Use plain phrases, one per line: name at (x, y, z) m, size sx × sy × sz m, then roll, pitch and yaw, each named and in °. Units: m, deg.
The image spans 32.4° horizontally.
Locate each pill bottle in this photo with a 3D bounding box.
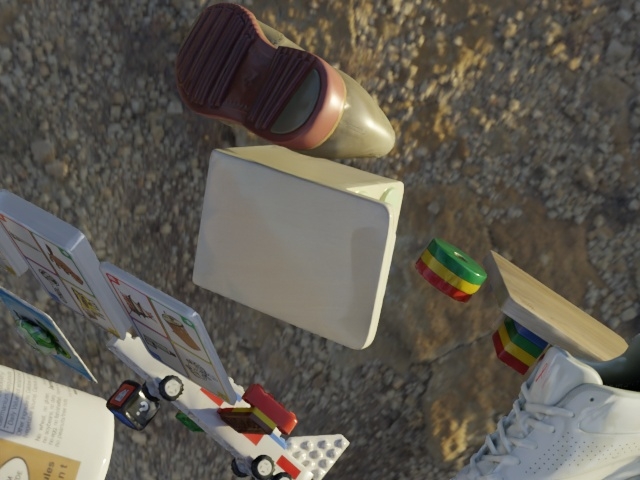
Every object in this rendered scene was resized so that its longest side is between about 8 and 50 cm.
pill bottle at (-0.290, 0.154, 0.860) m, size 0.229 × 0.131 × 0.131 m, roll 22°, pitch 67°, yaw -21°

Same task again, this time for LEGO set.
LEGO set at (-0.088, 0.046, 0.546) m, size 0.182 × 0.244 × 0.060 m, roll 26°, pitch 64°, yaw 26°

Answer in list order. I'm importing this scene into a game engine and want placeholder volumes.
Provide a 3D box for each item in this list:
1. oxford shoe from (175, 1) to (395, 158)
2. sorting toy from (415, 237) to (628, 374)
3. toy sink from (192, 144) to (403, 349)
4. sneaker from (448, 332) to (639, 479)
oxford shoe at (-0.050, -0.159, 1.188) m, size 0.130 × 0.348 × 0.123 m, roll 23°, pitch 103°, yaw -38°
sorting toy at (0.181, 0.081, 0.821) m, size 0.274 × 0.132 × 0.046 m, roll 33°, pitch 103°, yaw -6°
toy sink at (0.000, 0.000, 1.170) m, size 0.234 × 0.131 × 0.153 m, roll 18°, pitch 107°, yaw 33°
sneaker at (0.141, 0.125, 0.698) m, size 0.232 × 0.090 × 0.115 m, roll -26°, pitch 113°, yaw -12°
